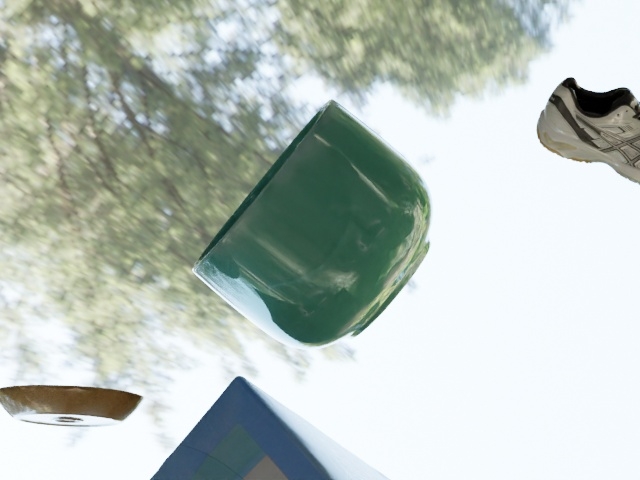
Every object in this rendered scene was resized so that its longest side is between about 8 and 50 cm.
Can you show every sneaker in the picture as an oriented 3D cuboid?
[{"bbox_3d":[0.141,-0.049,0.779,0.083,0.032,0.037,15,-53,-1],"label":"sneaker"}]

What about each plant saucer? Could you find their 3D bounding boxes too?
[{"bbox_3d":[-0.138,0.092,0.944,0.083,0.083,0.015,0,-103,10],"label":"plant saucer"}]

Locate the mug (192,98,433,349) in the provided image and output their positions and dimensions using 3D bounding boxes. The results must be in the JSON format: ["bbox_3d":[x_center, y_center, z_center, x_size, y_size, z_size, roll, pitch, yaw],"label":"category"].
[{"bbox_3d":[0.005,-0.005,1.000,0.097,0.158,0.129,39,-73,-4],"label":"mug"}]

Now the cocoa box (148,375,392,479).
[{"bbox_3d":[-0.040,0.301,0.959,0.347,0.228,0.231,-50,-143,1],"label":"cocoa box"}]
